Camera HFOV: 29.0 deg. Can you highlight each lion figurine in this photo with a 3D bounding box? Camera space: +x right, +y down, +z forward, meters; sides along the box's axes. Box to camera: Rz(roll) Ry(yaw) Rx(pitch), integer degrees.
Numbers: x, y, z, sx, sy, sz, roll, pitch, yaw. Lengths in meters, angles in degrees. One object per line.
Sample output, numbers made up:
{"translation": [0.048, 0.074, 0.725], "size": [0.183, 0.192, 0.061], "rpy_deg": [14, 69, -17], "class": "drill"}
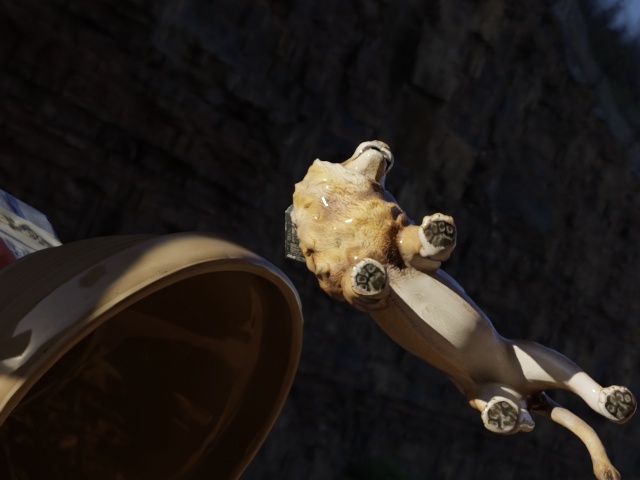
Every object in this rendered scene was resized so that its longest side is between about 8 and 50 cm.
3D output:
{"translation": [0.119, 0.076, 1.157], "size": [0.392, 0.142, 0.240], "rpy_deg": [52, -7, -2], "class": "lion figurine"}

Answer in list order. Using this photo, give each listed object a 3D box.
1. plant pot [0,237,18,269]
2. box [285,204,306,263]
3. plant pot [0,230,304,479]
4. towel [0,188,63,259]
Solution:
{"translation": [-0.332, 0.106, 0.754], "size": [0.275, 0.275, 0.243], "rpy_deg": [20, 39, 20], "class": "plant pot"}
{"translation": [0.000, 0.000, 1.417], "size": [0.083, 0.067, 0.018], "rpy_deg": [15, 37, 20], "class": "box"}
{"translation": [-0.129, 0.081, 0.674], "size": [0.110, 0.237, 0.237], "rpy_deg": [37, 4, 30], "class": "plant pot"}
{"translation": [-0.297, 0.011, 1.161], "size": [0.209, 0.034, 0.285], "rpy_deg": [35, 8, -41], "class": "towel"}
